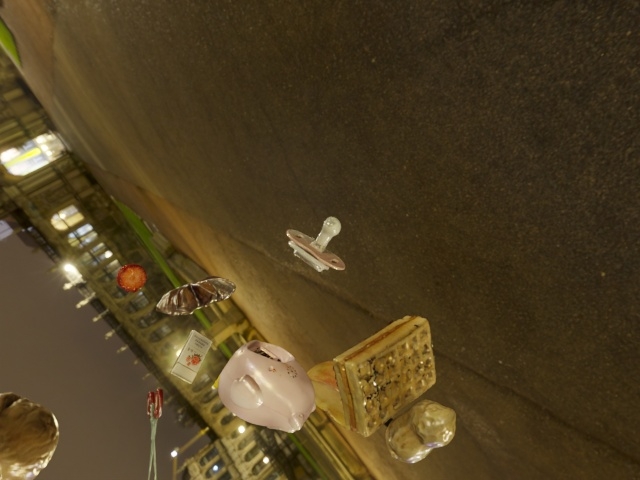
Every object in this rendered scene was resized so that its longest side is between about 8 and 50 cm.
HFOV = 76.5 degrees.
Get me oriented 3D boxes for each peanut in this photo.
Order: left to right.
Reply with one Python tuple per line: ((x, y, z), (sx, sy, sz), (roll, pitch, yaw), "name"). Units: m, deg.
((0.297, 0.572, 1.219), (0.140, 0.154, 0.325), (59, 147, 28), "peanut")

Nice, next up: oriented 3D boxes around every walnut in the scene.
((-0.882, 0.562, 1.101), (0.277, 0.251, 0.313), (33, 158, -18), "walnut")

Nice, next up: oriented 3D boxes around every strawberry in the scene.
((-0.944, 0.185, 2.026), (0.086, 0.145, 0.145), (6, 131, 42), "strawberry")

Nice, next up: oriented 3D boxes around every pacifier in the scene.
((-0.010, 0.024, 1.945), (0.332, 0.273, 0.220), (36, 156, 14), "pacifier")

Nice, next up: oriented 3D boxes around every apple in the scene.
((0.085, 0.659, 1.779), (0.309, 0.252, 0.314), (43, -176, 6), "apple")

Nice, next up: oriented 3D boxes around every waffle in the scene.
((0.222, 0.431, 1.330), (0.114, 0.376, 0.260), (5, 110, 50), "waffle")

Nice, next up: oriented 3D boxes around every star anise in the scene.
((-0.472, 0.209, 1.531), (0.108, 0.316, 0.315), (69, 158, 1), "star anise")

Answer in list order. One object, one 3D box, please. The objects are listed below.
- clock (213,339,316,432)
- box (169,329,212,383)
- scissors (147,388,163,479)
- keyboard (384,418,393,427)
((-0.192, 0.573, 1.614), (0.377, 0.250, 0.368), (30, -179, 14), "clock")
((-0.556, 0.501, 1.753), (0.029, 0.198, 0.109), (-12, 134, 41), "box")
((-0.486, 0.566, 1.180), (0.144, 0.017, 0.247), (-33, 57, 49), "scissors")
((0.272, 0.696, 1.523), (0.204, 0.013, 0.061), (38, -161, 24), "keyboard")
